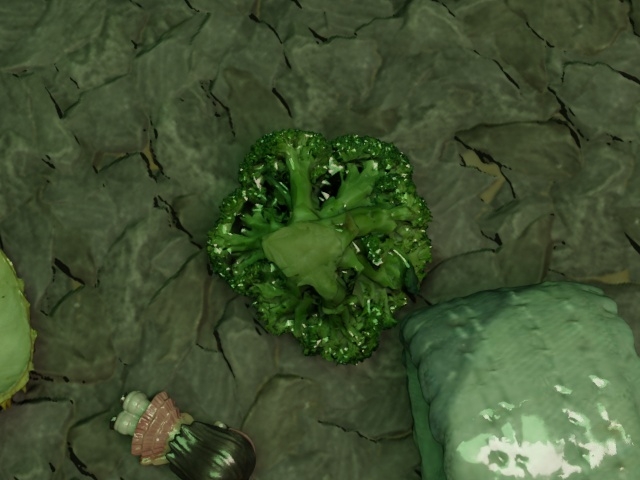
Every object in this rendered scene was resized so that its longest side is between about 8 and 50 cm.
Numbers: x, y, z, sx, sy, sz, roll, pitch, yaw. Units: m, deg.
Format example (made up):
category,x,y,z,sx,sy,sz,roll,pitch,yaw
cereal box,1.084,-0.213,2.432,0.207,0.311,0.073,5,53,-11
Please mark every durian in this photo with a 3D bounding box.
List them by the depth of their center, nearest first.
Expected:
category,x,y,z,sx,sy,sz,roll,pitch,yaw
durian,-0.315,0.053,1.177,0.144,0.139,0.252,-15,75,-3

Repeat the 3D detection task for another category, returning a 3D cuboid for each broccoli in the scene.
category,x,y,z,sx,sy,sz,roll,pitch,yaw
broccoli,0.000,0.000,1.158,0.196,0.156,0.195,3,109,10

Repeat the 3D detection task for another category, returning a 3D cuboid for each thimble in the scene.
category,x,y,z,sx,sy,sz,roll,pitch,yaw
thimble,0.160,0.153,1.073,0.172,0.205,0.250,-10,59,-3

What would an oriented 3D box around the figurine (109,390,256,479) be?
category,x,y,z,sx,sy,sz,roll,pitch,yaw
figurine,-0.113,0.171,1.171,0.129,0.054,0.072,26,87,13
